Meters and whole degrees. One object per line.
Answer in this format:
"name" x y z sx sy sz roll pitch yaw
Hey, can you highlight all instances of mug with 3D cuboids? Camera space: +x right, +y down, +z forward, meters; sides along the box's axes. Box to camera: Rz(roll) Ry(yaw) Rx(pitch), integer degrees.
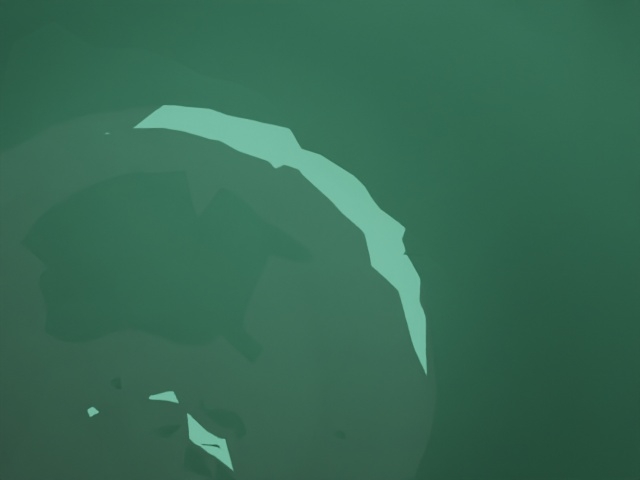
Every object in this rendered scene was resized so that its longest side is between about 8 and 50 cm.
"mug" 0.000 0.000 0.399 0.276 0.328 0.374 28 87 -9
